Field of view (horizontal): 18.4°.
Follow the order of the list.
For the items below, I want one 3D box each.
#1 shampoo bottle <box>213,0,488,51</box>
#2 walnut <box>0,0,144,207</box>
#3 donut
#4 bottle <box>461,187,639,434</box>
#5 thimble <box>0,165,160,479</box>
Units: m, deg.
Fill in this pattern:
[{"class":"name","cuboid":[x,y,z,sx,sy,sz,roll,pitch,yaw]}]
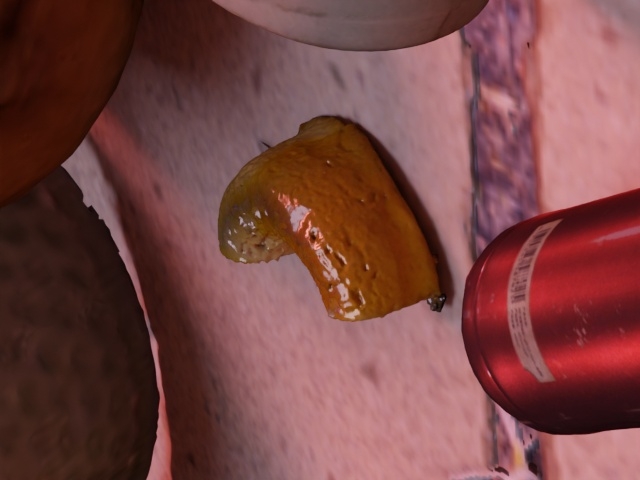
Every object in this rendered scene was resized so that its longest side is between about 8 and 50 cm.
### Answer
[{"class":"shampoo bottle","cuboid":[0.008,-0.164,0.423,0.118,0.087,0.234,49,147,34]},{"class":"walnut","cuboid":[-0.184,-0.121,0.695,0.336,0.209,0.209,34,137,56]},{"class":"donut","cuboid":[0.000,0.000,0.612,0.083,0.038,0.067,60,149,23]},{"class":"bottle","cuboid":[0.094,0.011,0.419,0.164,0.060,0.060,-18,92,64]},{"class":"thimble","cuboid":[-0.210,0.065,0.824,0.271,0.150,0.271,15,121,26]}]
